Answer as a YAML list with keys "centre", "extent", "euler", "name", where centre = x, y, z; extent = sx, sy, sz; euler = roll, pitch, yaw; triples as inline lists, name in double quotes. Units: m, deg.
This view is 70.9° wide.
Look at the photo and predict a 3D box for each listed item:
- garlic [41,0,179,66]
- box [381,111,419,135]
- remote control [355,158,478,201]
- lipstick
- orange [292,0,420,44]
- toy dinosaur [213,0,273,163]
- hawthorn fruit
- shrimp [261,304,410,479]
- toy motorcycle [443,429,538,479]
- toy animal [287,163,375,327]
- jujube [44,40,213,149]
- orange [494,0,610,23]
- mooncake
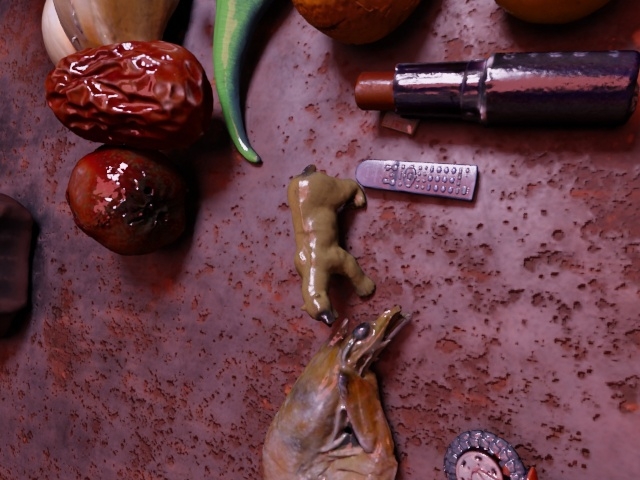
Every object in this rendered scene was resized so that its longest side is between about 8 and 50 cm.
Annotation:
- centre: [-0.355, -0.402, 0.782]
  extent: [0.250, 0.286, 0.312]
  euler: [1, 89, -16]
  name: "garlic"
- centre: [0.116, -0.182, 0.586]
  extent: [0.046, 0.012, 0.083]
  euler: [26, 94, 28]
  name: "box"
- centre: [0.117, -0.079, 0.565]
  extent: [0.153, 0.027, 0.043]
  euler: [10, 82, 28]
  name: "remote control"
- centre: [0.181, -0.168, 0.508]
  extent: [0.300, 0.081, 0.081]
  euler: [8, 87, 27]
  name: "lipstick"
- centre: [0.043, -0.347, 0.555]
  extent: [0.161, 0.194, 0.193]
  euler: [24, 96, 54]
  name: "orange"
- centre: [-0.042, -0.409, 0.663]
  extent: [0.375, 0.144, 0.499]
  euler: [-22, 87, 25]
  name: "toy dinosaur"
- centre: [-0.327, -0.066, 0.730]
  extent: [0.235, 0.181, 0.181]
  euler: [7, 87, 40]
  name: "hawthorn fruit"
- centre: [0.034, 0.224, 0.551]
  extent: [0.168, 0.077, 0.317]
  euler: [33, 104, 18]
  name: "shrimp"
- centre: [0.192, 0.346, 0.432]
  extent: [0.171, 0.089, 0.297]
  euler: [0, 84, 28]
  name: "toy motorcycle"
- centre: [0.000, 0.000, 0.575]
  extent: [0.103, 0.101, 0.218]
  euler: [-9, 79, 26]
  name: "toy animal"
- centre: [-0.272, -0.207, 0.656]
  extent: [0.231, 0.155, 0.155]
  euler: [-3, 82, 7]
  name: "jujube"
- centre: [0.252, -0.302, 0.467]
  extent: [0.156, 0.124, 0.156]
  euler: [-17, 59, 29]
  name: "orange"
- centre: [-0.724, 0.040, 0.924]
  extent: [0.334, 0.174, 0.325]
  euler: [-37, 71, 16]
  name: "mooncake"
